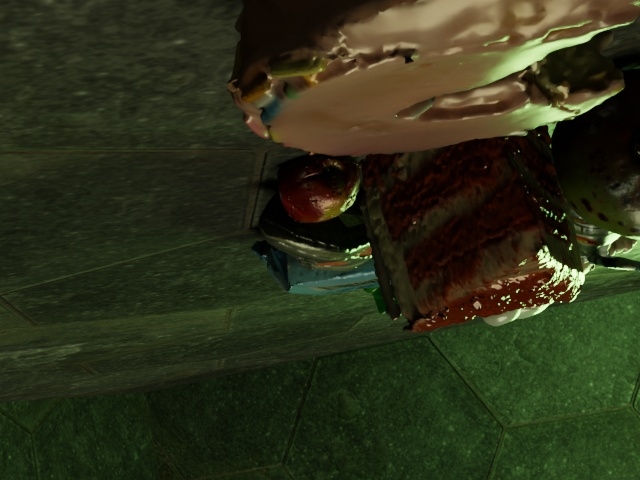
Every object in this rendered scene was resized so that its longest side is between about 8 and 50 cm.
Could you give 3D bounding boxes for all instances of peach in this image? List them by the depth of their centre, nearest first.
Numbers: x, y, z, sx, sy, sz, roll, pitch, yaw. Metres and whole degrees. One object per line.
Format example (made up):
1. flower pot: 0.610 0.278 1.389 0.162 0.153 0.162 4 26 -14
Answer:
1. peach: -0.002 -0.040 0.998 0.077 0.050 0.083 -5 173 -21

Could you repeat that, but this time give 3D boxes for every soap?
1. soap: 0.081 0.003 1.253 0.293 0.077 0.156 -11 172 14

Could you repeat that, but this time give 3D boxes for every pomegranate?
1. pomegranate: 0.246 -0.068 0.882 0.129 0.129 0.159 -17 -173 38

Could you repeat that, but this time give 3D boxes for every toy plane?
1. toy plane: 0.286 -0.039 1.078 0.273 0.107 0.182 -6 -152 -41

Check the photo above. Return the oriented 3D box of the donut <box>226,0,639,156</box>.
1. donut: 0.052 -0.102 0.562 0.199 0.085 0.233 -11 171 3

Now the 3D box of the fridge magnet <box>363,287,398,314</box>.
1. fridge magnet: 0.150 0.027 1.420 0.208 0.088 0.208 -20 175 -2

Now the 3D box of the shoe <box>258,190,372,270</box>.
1. shoe: -0.001 0.000 1.100 0.077 0.074 0.194 -41 159 27

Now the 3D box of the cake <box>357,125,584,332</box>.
1. cake: 0.147 -0.034 0.862 0.160 0.158 0.262 -10 171 -18

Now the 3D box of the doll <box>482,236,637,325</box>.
1. doll: 0.280 0.033 1.539 0.154 0.119 0.278 -19 174 -28
